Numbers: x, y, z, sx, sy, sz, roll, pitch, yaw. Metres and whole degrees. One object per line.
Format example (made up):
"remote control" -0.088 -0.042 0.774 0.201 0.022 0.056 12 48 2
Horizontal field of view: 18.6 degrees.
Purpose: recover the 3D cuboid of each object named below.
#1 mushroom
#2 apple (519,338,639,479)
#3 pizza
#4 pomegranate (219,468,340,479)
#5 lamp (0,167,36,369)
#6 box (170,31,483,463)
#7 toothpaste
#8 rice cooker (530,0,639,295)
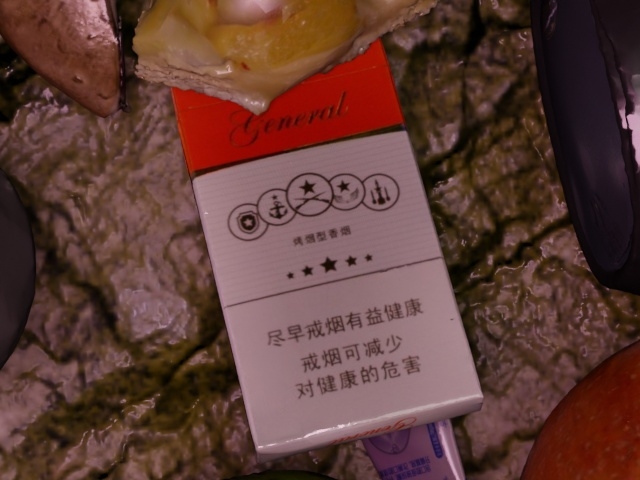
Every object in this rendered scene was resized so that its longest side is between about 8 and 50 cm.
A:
"mushroom" -0.162 -0.178 1.168 0.094 0.072 0.209 -1 90 5
"apple" 0.241 0.206 1.082 0.278 0.250 0.309 -17 122 12
"pizza" -0.006 -0.167 1.155 0.204 0.080 0.188 18 75 0
"pomegranate" -0.012 0.220 1.095 0.211 0.263 0.211 9 59 -16
"lamp" -0.253 -0.042 1.138 0.182 0.182 0.313 2 61 -4
"box" 0.000 0.000 1.154 0.139 0.035 0.245 -14 67 -4
"toothpaste" 0.062 0.132 1.186 0.048 0.075 0.301 -20 88 -33
"rice cooker" 0.249 -0.090 1.111 0.225 0.267 0.267 -11 91 -4
